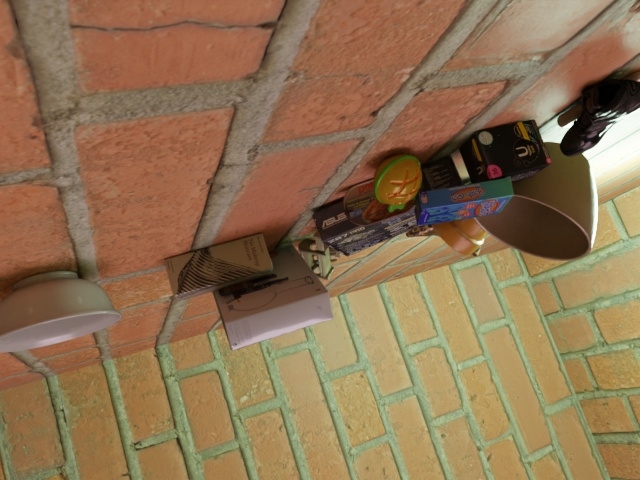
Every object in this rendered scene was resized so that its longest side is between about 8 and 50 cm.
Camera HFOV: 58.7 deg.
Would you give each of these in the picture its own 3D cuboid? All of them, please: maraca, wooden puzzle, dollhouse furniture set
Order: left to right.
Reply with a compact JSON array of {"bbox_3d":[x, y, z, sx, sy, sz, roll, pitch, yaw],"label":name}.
[{"bbox_3d":[0.000,0.000,1.811,0.101,0.161,0.182,12,134,21],"label":"dollhouse furniture set"},{"bbox_3d":[0.184,-0.130,1.317,0.127,0.099,0.185,-37,148,2],"label":"maraca"},{"bbox_3d":[0.735,-0.332,1.408,0.239,0.044,0.221,-7,163,-43],"label":"wooden puzzle"}]

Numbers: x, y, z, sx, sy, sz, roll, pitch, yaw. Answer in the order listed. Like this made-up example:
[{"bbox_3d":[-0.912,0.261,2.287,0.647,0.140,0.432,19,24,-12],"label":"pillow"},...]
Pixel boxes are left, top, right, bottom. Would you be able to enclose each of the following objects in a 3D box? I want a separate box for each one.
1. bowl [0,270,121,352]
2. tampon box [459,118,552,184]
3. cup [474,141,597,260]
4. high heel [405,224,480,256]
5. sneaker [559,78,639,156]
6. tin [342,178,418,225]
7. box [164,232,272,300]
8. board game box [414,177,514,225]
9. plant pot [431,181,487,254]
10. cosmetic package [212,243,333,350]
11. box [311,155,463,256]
[{"bbox_3d":[-0.636,0.157,1.342,0.298,0.134,0.298,-18,168,-4],"label":"bowl"},{"bbox_3d":[0.439,-0.203,1.362,0.161,0.120,0.101,-15,169,-14],"label":"tampon box"},{"bbox_3d":[0.614,-0.130,1.568,0.237,0.331,0.331,-61,177,-15],"label":"cup"},{"bbox_3d":[0.467,0.000,2.141,0.261,0.186,0.093,-18,168,-4],"label":"high heel"},{"bbox_3d":[0.615,-0.284,1.301,0.130,0.087,0.227,6,149,-28],"label":"sneaker"},{"bbox_3d":[0.148,-0.103,1.419,0.190,0.106,0.040,-18,-179,2],"label":"tin"},{"bbox_3d":[-0.277,0.073,1.559,0.275,0.113,0.094,-17,167,-12],"label":"box"},{"bbox_3d":[0.336,-0.089,1.361,0.210,0.047,0.160,-10,167,4],"label":"board game box"},{"bbox_3d":[0.474,-0.089,1.789,0.205,0.205,0.188,-3,145,-52],"label":"plant pot"},{"bbox_3d":[-0.158,0.147,1.635,0.284,0.097,0.377,-14,-157,-14],"label":"cosmetic package"},{"bbox_3d":[0.204,-0.081,1.602,0.395,0.097,0.318,-23,169,12],"label":"box"}]
